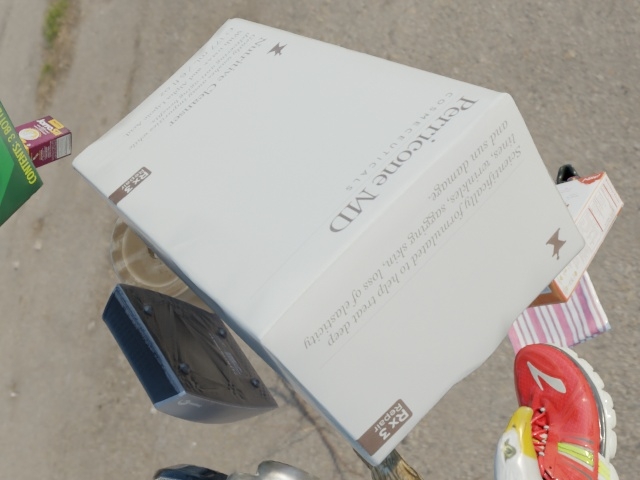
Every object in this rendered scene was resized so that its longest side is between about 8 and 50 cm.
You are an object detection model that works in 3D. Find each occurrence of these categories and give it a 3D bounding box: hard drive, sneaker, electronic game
[{"bbox_3d":[-0.154,0.145,1.010,0.054,0.254,0.172,-40,67,6],"label":"hard drive"},{"bbox_3d":[0.481,-0.080,1.596,0.178,0.071,0.077,-106,4,-51],"label":"sneaker"},{"bbox_3d":[0.244,0.227,0.882,0.107,0.118,0.279,-46,38,44],"label":"sneaker"},{"bbox_3d":[-0.116,0.356,1.102,0.229,0.229,0.048,-10,46,47],"label":"electronic game"}]

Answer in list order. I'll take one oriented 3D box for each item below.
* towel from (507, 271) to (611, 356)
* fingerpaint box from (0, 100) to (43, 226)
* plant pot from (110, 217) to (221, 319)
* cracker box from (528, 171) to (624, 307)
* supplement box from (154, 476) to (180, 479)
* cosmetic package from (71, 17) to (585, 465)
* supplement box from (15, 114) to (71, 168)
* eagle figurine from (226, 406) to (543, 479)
[{"bbox_3d":[0.418,0.135,1.534,0.197,0.029,0.144,-35,68,37],"label":"towel"},{"bbox_3d":[-0.488,-0.129,0.723,0.163,0.445,0.371,-1,35,24],"label":"fingerpaint box"},{"bbox_3d":[-0.256,0.008,1.628,0.323,0.280,0.324,1,93,18],"label":"plant pot"},{"bbox_3d":[0.326,0.003,1.233,0.155,0.067,0.232,-17,24,50],"label":"cracker box"},{"bbox_3d":[-0.119,0.244,0.724,0.098,0.036,0.062,-10,93,46],"label":"supplement box"},{"bbox_3d":[-0.021,-0.031,0.657,0.217,0.156,0.385,-46,35,-11],"label":"cosmetic package"},{"bbox_3d":[-0.412,-0.141,1.221,0.055,0.083,0.043,33,132,22],"label":"supplement box"},{"bbox_3d":[0.103,0.219,0.560,0.298,0.226,0.225,-1,50,26],"label":"eagle figurine"}]
